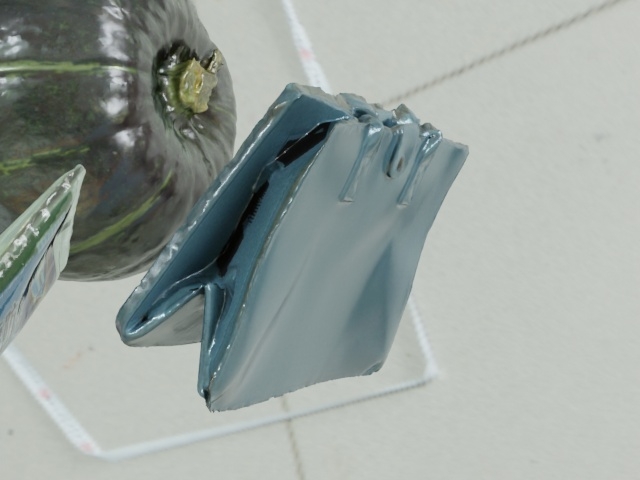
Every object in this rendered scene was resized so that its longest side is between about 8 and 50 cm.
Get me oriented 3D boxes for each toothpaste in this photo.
[{"bbox_3d":[-0.245,0.085,0.944,0.061,0.392,0.099,26,130,8],"label":"toothpaste"}]

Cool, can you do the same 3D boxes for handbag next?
[{"bbox_3d":[0.000,0.000,0.729,0.057,0.221,0.144,32,101,19],"label":"handbag"}]

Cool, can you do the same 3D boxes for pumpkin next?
[{"bbox_3d":[-0.218,-0.119,1.430,0.241,0.323,0.323,-5,75,25],"label":"pumpkin"}]
